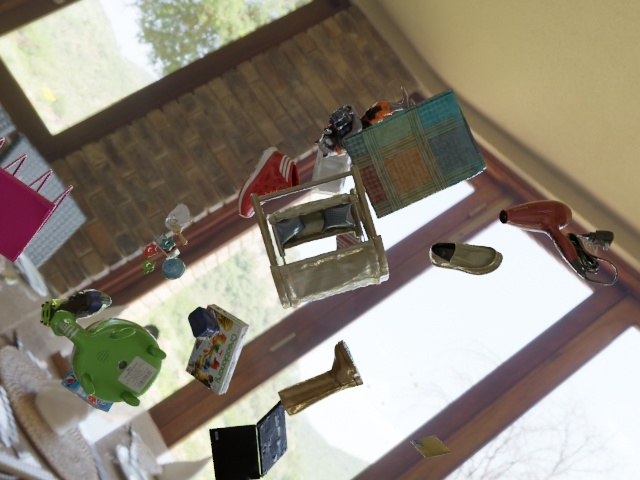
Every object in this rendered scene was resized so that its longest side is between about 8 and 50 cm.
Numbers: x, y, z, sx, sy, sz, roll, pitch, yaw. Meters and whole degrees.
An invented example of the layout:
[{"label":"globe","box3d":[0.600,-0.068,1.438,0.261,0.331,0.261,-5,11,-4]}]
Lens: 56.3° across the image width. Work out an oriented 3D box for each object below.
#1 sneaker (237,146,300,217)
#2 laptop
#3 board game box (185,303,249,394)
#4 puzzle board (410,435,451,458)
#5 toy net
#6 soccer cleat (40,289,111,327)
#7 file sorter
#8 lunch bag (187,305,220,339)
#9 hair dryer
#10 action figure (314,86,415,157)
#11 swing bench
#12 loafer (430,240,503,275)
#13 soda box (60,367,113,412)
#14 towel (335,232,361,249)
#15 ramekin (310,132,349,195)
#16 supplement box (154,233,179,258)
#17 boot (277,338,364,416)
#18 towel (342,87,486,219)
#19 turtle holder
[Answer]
[{"label":"sneaker","box3d":[-0.142,-0.141,1.685,0.128,0.221,0.087,34,19,23]},{"label":"laptop","box3d":[-0.242,0.696,2.087,0.137,0.264,0.234,10,-66,28]},{"label":"board game box","box3d":[-0.411,0.430,2.374,0.193,0.305,0.053,26,13,26]},{"label":"puzzle board","box3d":[0.387,0.728,2.107,0.128,0.097,0.011,-156,-121,-73]},{"label":"toy net","box3d":[-0.453,0.000,1.799,0.045,0.122,0.232,77,21,-68]},{"label":"soccer cleat","box3d":[-0.785,0.221,1.909,0.121,0.289,0.093,9,68,-54]},{"label":"file sorter","box3d":[-0.820,-0.135,1.520,0.291,0.202,0.182,38,20,-17]},{"label":"lunch bag","box3d":[-0.343,0.250,1.786,0.065,0.067,0.098,23,37,-54]},{"label":"hair dryer","box3d":[0.576,-0.022,1.440,0.294,0.223,0.080,22,-55,12]},{"label":"action figure","box3d":[0.134,-0.353,1.866,0.178,0.330,0.341,63,16,-8]},{"label":"swing bench","box3d":[0.000,0.000,1.368,0.165,0.253,0.254,81,-9,-73]},{"label":"loafer","box3d":[0.494,0.057,2.074,0.269,0.101,0.092,0,-28,37]},{"label":"soda box","box3d":[-0.828,0.540,2.148,0.071,0.067,0.210,9,-33,29]},{"label":"towel","box3d":[0.098,0.022,2.007,0.144,0.029,0.197,40,-43,52]},{"label":"ramekin","box3d":[0.054,-0.327,2.668,0.135,0.277,0.277,13,-23,3]},{"label":"supplement box","box3d":[-0.564,0.024,2.201,0.083,0.043,0.055,44,-16,14]},{"label":"boot","box3d":[-0.010,0.448,1.912,0.089,0.270,0.236,-112,180,-51]},{"label":"towel","box3d":[0.284,-0.257,1.785,0.040,0.370,0.271,-145,-150,-83]},{"label":"turtle holder","box3d":[-0.644,0.343,1.779,0.227,0.320,0.243,17,-84,54]}]
